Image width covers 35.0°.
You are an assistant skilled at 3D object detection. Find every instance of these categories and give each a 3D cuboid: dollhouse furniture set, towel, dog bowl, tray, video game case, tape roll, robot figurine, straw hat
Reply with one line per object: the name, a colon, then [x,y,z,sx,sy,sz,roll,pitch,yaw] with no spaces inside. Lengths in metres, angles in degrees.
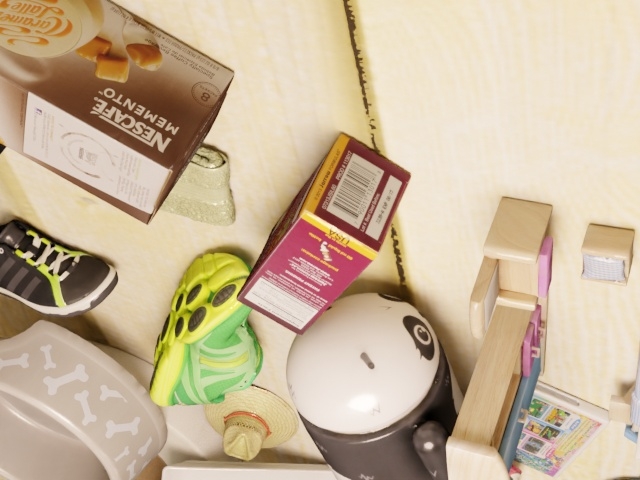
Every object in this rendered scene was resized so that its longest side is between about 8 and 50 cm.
dollhouse furniture set: [0.287,0.149,0.916,0.303,0.198,0.286,11,141,19]
towel: [-0.160,-0.066,1.064,0.148,0.027,0.110,16,143,14]
dog bowl: [-0.388,0.240,1.394,0.349,0.102,0.349,16,140,14]
tray: [-0.093,0.354,1.453,0.270,0.030,0.145,4,138,-10]
video game case: [0.236,0.209,1.169,0.143,0.019,0.157,23,143,4]
tape roll: [-0.307,0.295,1.554,0.392,0.072,0.392,16,142,13]
robot figurine: [0.072,0.180,1.107,0.209,0.173,0.278,-1,136,27]
straw hat: [-0.103,0.265,1.382,0.144,0.061,0.144,9,135,9]

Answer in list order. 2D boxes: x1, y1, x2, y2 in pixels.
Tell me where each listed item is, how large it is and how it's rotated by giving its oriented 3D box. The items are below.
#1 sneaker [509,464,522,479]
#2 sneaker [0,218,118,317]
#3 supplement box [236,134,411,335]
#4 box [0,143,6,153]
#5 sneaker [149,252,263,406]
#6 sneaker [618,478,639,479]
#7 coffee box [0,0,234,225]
sneaker: [0.148,0.334,1.288,0.121,0.112,0.299,31,145,-8]
sneaker: [-0.363,0.026,1.249,0.234,0.084,0.097,9,139,22]
supplement box: [0.000,0.000,0.983,0.081,0.104,0.188,31,144,-7]
box: [-0.407,-0.155,1.001,0.207,0.153,0.108,26,144,3]
sneaker: [-0.120,0.110,1.213,0.123,0.109,0.295,10,145,-17]
sneaker: [0.349,0.339,1.219,0.086,0.085,0.237,20,149,-39]
coffee box: [-0.222,-0.142,0.915,0.246,0.141,0.098,30,143,-4]
